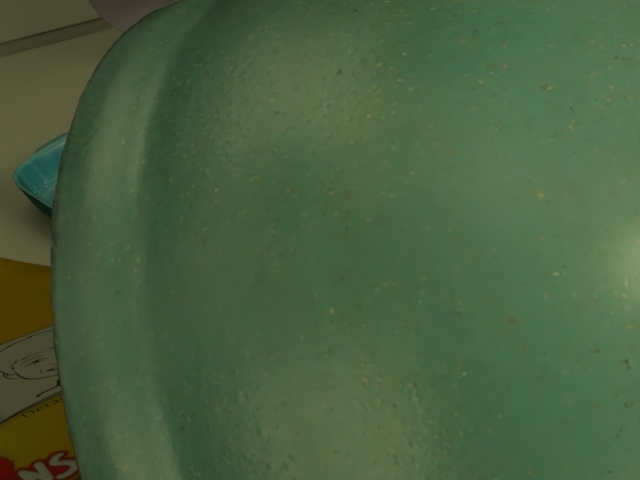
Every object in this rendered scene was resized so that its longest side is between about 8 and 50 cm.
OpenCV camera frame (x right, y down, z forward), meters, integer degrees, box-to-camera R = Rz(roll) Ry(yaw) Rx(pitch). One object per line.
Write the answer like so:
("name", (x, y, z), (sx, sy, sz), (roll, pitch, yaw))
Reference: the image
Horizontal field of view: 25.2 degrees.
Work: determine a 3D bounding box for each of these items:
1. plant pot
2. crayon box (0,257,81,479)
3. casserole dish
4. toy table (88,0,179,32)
("plant pot", (0.085, 0.024, 0.466), (0.196, 0.293, 0.293), (-19, 25, 30))
("crayon box", (-0.205, 0.131, 0.650), (0.363, 0.106, 0.313), (-28, 23, -37))
("casserole dish", (-0.157, -0.044, 1.082), (0.114, 0.037, 0.188), (-32, 30, -22))
("toy table", (-0.075, -0.248, 1.209), (0.274, 0.252, 0.161), (-27, 11, 4))
